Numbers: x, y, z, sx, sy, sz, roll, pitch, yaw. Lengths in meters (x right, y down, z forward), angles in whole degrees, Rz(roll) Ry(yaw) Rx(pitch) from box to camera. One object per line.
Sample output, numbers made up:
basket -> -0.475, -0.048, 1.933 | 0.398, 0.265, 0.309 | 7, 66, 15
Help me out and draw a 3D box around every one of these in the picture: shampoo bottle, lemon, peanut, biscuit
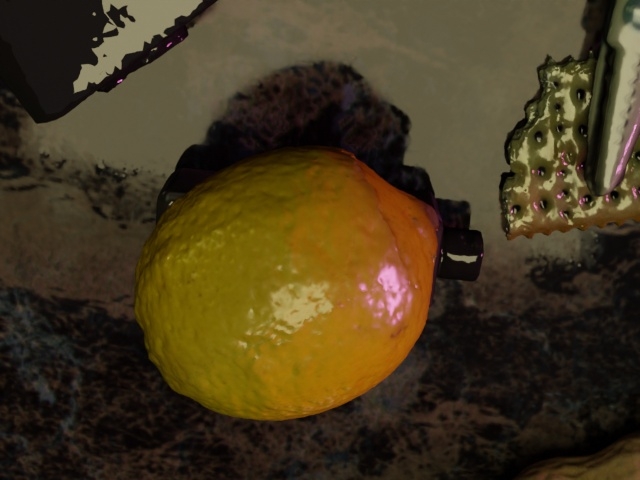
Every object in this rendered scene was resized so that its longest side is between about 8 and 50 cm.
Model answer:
shampoo bottle -> 0.000, 0.000, 0.806 | 0.246, 0.080, 0.079 | 6, 111, 0
lemon -> -0.024, 0.027, 0.685 | 0.193, 0.180, 0.180 | 0, 110, 22
peanut -> 0.223, 0.212, 0.871 | 0.187, 0.082, 0.082 | -16, 108, 6
biscuit -> 0.238, -0.080, 0.807 | 0.203, 0.016, 0.144 | -7, 109, 3

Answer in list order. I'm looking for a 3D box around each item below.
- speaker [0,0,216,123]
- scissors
speaker -> -0.130, -0.243, 0.673 | 0.254, 0.184, 0.232 | -32, 105, 13
scissors -> 0.231, -0.172, 0.753 | 0.138, 0.041, 0.289 | 10, 102, -4
